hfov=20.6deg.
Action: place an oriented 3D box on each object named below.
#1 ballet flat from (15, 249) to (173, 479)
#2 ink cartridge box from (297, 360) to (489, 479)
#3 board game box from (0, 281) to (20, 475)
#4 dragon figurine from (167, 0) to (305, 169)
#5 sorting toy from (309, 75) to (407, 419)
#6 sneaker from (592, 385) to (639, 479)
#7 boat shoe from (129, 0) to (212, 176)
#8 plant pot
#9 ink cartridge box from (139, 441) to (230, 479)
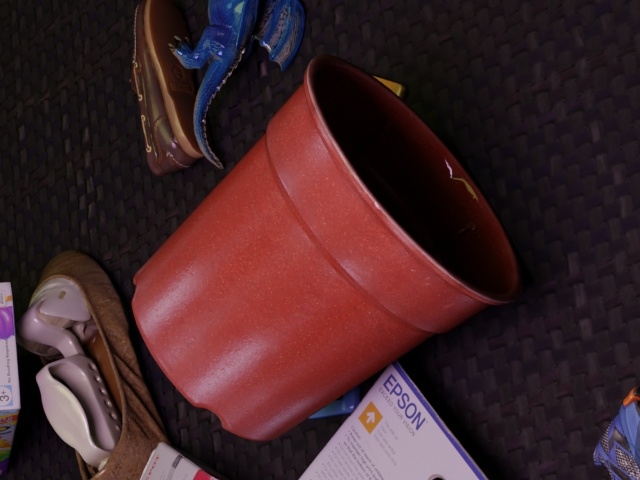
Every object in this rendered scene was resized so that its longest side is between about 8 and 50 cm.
[{"bbox_3d":[-0.259,0.136,1.877,0.116,0.124,0.342,-40,55,25],"label":"ballet flat"},{"bbox_3d":[0.070,0.334,1.569,0.330,0.071,0.324,-52,49,18],"label":"ink cartridge box"},{"bbox_3d":[-0.406,0.159,1.901,0.275,0.142,0.144,120,145,-66],"label":"board game box"},{"bbox_3d":[-0.076,-0.225,1.828,0.144,0.085,0.289,0,78,42],"label":"dragon figurine"},{"bbox_3d":[0.000,0.000,1.730,0.196,0.047,0.348,6,83,43],"label":"sorting toy"},{"bbox_3d":[0.286,0.228,1.407,0.087,0.083,0.221,-50,45,39],"label":"sneaker"},{"bbox_3d":[-0.176,-0.171,1.913,0.073,0.073,0.207,-26,63,33],"label":"boat shoe"},{"bbox_3d":[-0.010,0.023,1.560,0.265,0.272,0.272,-40,56,20],"label":"plant pot"},{"bbox_3d":[-0.133,0.274,1.730,0.109,0.063,0.150,-64,25,-4],"label":"ink cartridge box"}]
